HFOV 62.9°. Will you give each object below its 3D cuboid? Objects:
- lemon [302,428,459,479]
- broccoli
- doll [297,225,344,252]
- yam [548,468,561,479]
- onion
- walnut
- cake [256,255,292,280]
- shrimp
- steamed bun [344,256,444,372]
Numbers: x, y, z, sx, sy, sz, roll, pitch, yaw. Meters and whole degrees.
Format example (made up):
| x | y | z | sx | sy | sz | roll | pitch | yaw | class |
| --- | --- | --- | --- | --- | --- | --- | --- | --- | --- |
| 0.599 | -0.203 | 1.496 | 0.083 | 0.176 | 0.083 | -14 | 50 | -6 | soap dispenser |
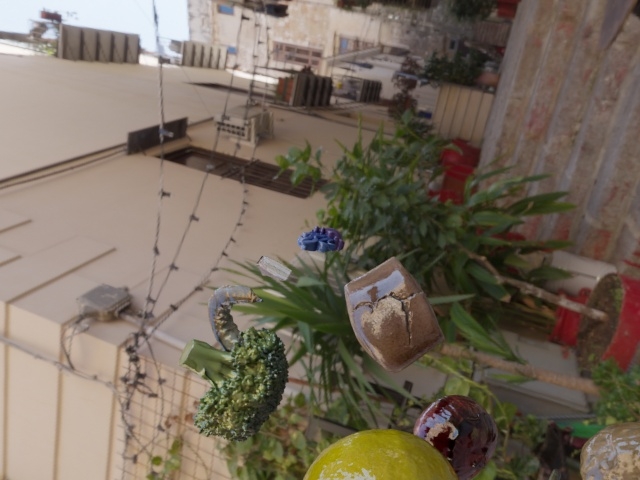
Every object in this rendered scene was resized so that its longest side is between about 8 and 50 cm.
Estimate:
| x | y | z | sx | sy | sz | roll | pitch | yaw | class |
| --- | --- | --- | --- | --- | --- | --- | --- | --- | --- |
| 0.118 | 0.523 | 0.961 | 0.348 | 0.348 | 0.348 | 16 | -90 | -75 | lemon |
| -0.190 | 0.334 | 1.213 | 0.260 | 0.235 | 0.288 | 37 | -103 | -41 | broccoli |
| 0.000 | 0.000 | 1.396 | 0.206 | 0.110 | 0.067 | -17 | -52 | -58 | doll |
| 0.389 | 0.460 | 0.896 | 0.234 | 0.027 | 0.029 | -18 | -40 | -54 | yam |
| 0.373 | 0.549 | 1.430 | 0.246 | 0.190 | 0.246 | -10 | -69 | -27 | onion |
| 0.926 | 0.673 | 1.511 | 0.285 | 0.296 | 0.285 | -35 | -15 | -11 | walnut |
| -0.139 | 0.097 | 1.657 | 0.052 | 0.121 | 0.065 | -48 | -34 | -27 | cake |
| -0.270 | 0.227 | 1.605 | 0.068 | 0.185 | 0.287 | -31 | -30 | -53 | shrimp |
| 0.209 | 0.209 | 1.514 | 0.251 | 0.301 | 0.199 | -28 | -21 | -2 | steamed bun |
